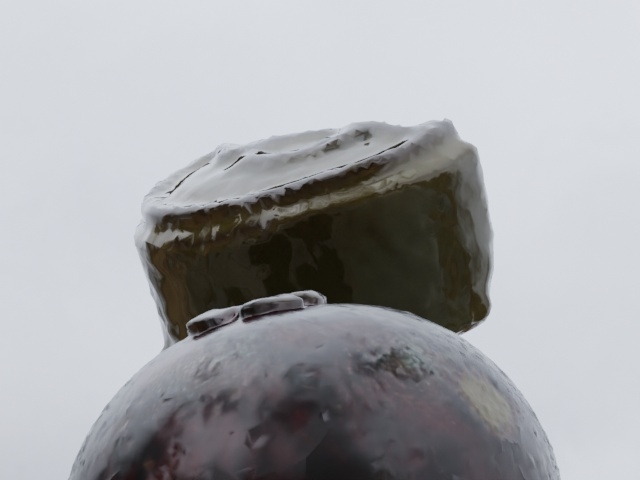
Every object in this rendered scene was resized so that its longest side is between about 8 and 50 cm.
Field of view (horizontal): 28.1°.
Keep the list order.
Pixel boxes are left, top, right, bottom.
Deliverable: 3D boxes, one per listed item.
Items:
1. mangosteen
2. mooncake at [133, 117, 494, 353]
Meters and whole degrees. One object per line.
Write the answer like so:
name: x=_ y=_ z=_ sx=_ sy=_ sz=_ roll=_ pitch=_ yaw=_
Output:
mangosteen: x=0.006 y=0.208 z=0.766 sx=0.306 sy=0.360 sz=0.306 roll=-17 pitch=-10 yaw=-3
mooncake: x=0.000 y=0.000 z=1.391 sx=0.393 sy=0.246 sz=0.393 roll=-11 pitch=11 yaw=17
